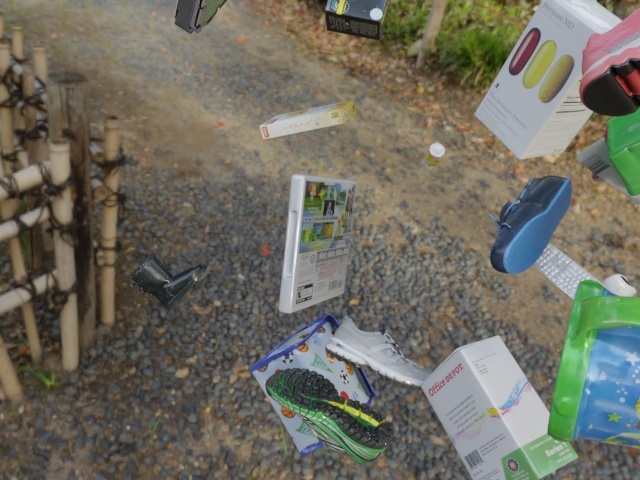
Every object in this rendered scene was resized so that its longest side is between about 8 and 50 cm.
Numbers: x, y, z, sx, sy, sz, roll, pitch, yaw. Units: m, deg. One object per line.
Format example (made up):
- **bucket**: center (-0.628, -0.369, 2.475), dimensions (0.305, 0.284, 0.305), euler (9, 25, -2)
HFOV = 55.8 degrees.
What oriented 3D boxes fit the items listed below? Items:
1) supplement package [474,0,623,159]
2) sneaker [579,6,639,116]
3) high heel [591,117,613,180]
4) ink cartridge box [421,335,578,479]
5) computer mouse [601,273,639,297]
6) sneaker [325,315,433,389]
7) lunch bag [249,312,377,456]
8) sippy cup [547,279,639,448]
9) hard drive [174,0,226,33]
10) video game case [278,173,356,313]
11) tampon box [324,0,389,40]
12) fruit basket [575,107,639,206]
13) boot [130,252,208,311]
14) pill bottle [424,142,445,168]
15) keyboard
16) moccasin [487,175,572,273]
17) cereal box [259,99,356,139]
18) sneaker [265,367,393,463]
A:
- **supplement package**: center (0.409, -0.282, 1.055), dimensions (0.134, 0.244, 0.139), euler (-12, 53, -34)
- **sneaker**: center (0.477, -0.286, 0.766), dimensions (0.116, 0.314, 0.136), euler (35, 47, -36)
- **high heel**: center (0.782, -0.253, 1.608), dimensions (0.127, 0.181, 0.377), euler (-6, 4, 24)
- **ink cartridge box**: center (0.356, 0.367, 1.250), dimensions (0.117, 0.201, 0.278), euler (-13, 60, -28)
- **computer mouse**: center (0.883, 0.160, 1.761), dimensions (0.193, 0.106, 0.042), euler (32, 34, -34)
- **sneaker**: center (0.158, 0.271, 1.445), dimensions (0.281, 0.105, 0.115), euler (25, 71, 3)
- **lunch bag**: center (0.012, 0.430, 1.941), dimensions (0.327, 0.239, 0.385), euler (61, 24, 2)
- **sippy cup**: center (0.456, 0.191, 0.843), dimensions (0.224, 0.240, 0.305), euler (11, 3, 26)
- **hard drive**: center (-0.173, -0.597, 1.209), dimensions (0.064, 0.237, 0.339), euler (29, 59, -7)
- **video game case**: center (0.000, 0.000, 1.430), dimensions (0.036, 0.299, 0.329), euler (9, 6, 23)
- **tampon box**: center (0.106, -0.651, 1.692), dimensions (0.161, 0.120, 0.101), euler (13, -10, 7)
- **fruit basket**: center (0.762, -0.169, 1.216), dimensions (0.353, 0.327, 0.165), euler (23, 57, -25)
- **boot**: center (-0.284, 0.063, 1.128), dimensions (0.099, 0.121, 0.045), euler (43, 0, -8)
- **pill bottle**: center (0.305, -0.225, 1.635), dimensions (0.043, 0.083, 0.043), euler (2, 68, -5)
- **keyboard**: center (0.576, 0.094, 1.365), dimensions (0.072, 0.014, 0.256), euler (-40, 53, -2)
- **moccasin**: center (0.472, -0.036, 1.409), dimensions (0.117, 0.137, 0.342), euler (16, 40, 38)
- **cereal box**: center (-0.033, -0.340, 1.695), dimensions (0.240, 0.047, 0.173), euler (-7, 19, 17)
- **sneaker**: center (0.003, 0.448, 1.514), dimensions (0.344, 0.146, 0.134), euler (30, 33, 15)
